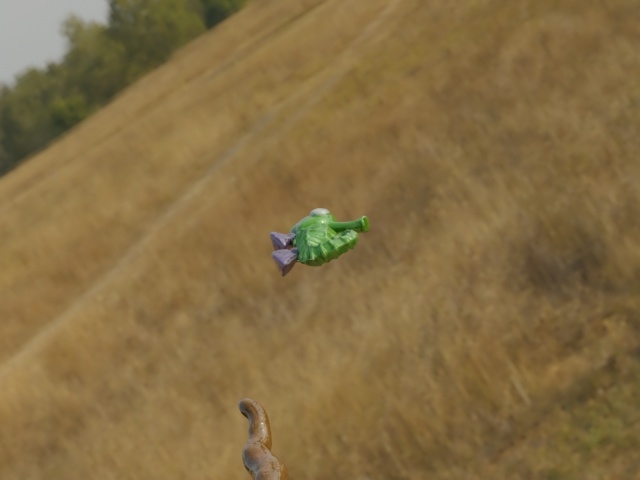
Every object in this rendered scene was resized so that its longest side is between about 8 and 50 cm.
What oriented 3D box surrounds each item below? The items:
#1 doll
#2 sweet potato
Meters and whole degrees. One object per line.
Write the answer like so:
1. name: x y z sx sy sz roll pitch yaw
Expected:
1. doll: 0.000 0.000 1.682 0.115 0.050 0.190 -23 11 3
2. sweet potato: -0.058 0.216 1.489 0.044 0.044 0.179 -31 27 5
